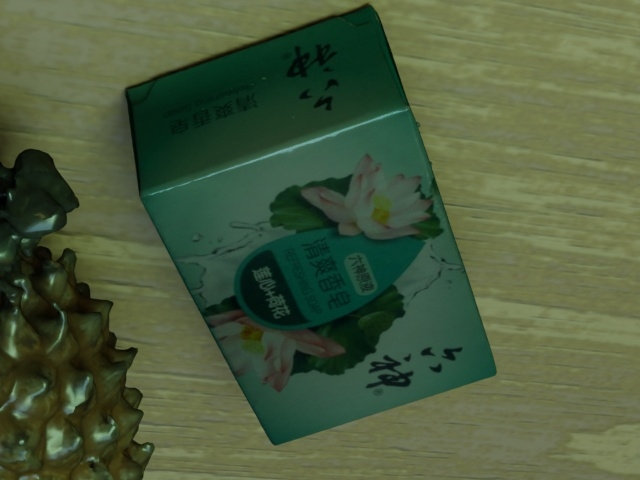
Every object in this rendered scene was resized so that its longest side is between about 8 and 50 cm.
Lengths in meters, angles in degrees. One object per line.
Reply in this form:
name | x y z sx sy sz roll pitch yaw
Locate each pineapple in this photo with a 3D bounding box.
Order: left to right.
pineapple | -0.213 0.041 0.857 0.223 0.223 0.357 -8 124 -7

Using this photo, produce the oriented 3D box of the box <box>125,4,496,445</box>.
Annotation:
box | 0.000 0.000 0.932 0.153 0.092 0.245 -19 135 5
